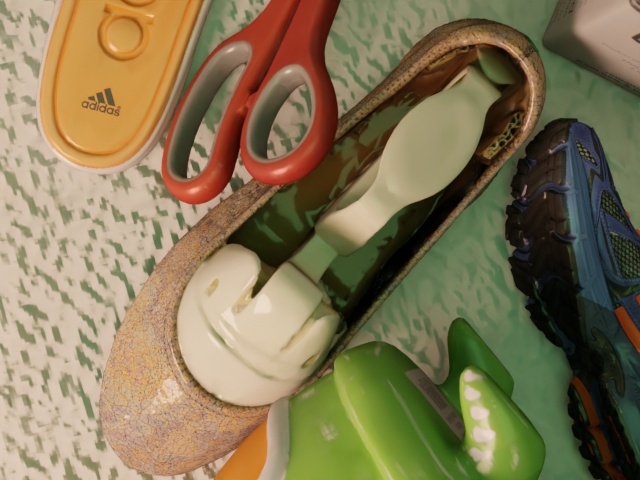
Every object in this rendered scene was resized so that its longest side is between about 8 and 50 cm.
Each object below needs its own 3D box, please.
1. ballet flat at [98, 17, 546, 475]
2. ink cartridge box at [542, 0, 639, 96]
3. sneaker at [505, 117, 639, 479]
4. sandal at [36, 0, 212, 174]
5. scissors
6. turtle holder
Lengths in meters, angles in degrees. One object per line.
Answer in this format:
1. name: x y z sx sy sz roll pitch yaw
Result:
1. ballet flat: 0.000 0.000 0.824 0.107 0.106 0.316 41 87 -8
2. ink cartridge box: 0.237 -0.182 0.747 0.129 0.307 0.223 25 87 -6
3. sneaker: 0.167 0.036 0.865 0.087 0.083 0.221 -21 98 -19
4. sandal: -0.087 -0.164 0.830 0.102 0.076 0.265 12 89 -6
5. scissors: -0.005 -0.152 0.859 0.021 0.109 0.297 38 63 -43
6. turtle holder: 0.065 0.214 0.779 0.227 0.243 0.320 -39 112 4
